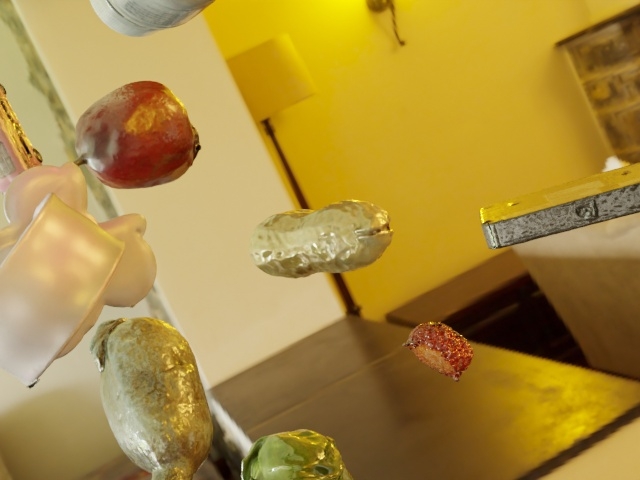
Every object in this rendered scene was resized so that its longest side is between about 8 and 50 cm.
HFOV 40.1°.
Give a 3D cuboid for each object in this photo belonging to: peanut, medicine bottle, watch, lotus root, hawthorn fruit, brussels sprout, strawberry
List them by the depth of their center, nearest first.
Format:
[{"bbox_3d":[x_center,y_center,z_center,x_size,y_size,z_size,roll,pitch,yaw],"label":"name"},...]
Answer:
[{"bbox_3d":[-0.295,0.041,0.993,0.248,0.211,0.217,-56,18,-14],"label":"watch"},{"bbox_3d":[-0.261,0.257,1.413,0.175,0.349,0.175,-20,-37,-16],"label":"lotus root"},{"bbox_3d":[-0.327,-0.169,1.479,0.251,0.189,0.189,-22,3,-35],"label":"hawthorn fruit"},{"bbox_3d":[0.000,0.000,1.529,0.290,0.130,0.130,-8,16,40],"label":"peanut"},{"bbox_3d":[-0.037,0.508,1.747,0.227,0.259,0.294,-13,-9,7],"label":"brussels sprout"},{"bbox_3d":[0.247,0.220,1.799,0.086,0.145,0.145,-54,11,-9],"label":"strawberry"},{"bbox_3d":[-0.343,-0.561,1.820,0.245,0.245,0.306,-29,10,-31],"label":"medicine bottle"}]

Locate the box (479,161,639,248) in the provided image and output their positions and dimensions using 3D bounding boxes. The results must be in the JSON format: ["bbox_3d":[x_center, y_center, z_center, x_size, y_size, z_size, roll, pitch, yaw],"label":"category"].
[{"bbox_3d":[0.465,-0.069,1.593,0.350,0.058,0.211,-16,10,11],"label":"box"}]

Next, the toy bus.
[{"bbox_3d":[-0.475,-0.161,1.281,0.063,0.203,0.090,-26,6,3],"label":"toy bus"}]
